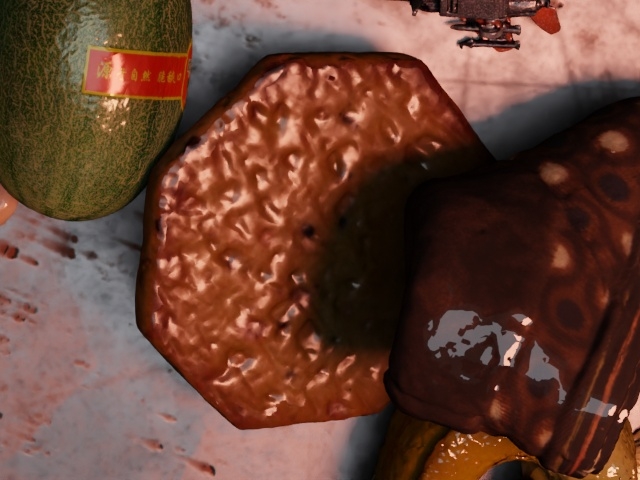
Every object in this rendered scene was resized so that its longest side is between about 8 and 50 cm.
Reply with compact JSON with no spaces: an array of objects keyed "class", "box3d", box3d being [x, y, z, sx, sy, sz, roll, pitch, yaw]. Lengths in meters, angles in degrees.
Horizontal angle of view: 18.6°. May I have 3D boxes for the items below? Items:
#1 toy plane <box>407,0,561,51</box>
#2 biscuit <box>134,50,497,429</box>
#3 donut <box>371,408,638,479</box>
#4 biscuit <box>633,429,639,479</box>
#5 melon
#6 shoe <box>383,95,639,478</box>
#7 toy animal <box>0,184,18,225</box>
[{"class":"toy plane","box3d":[0.120,-0.216,1.721,0.189,0.061,0.130,-5,131,-4]},{"class":"biscuit","box3d":[0.000,-0.001,1.699,0.359,0.046,0.359,-11,113,-26]},{"class":"donut","box3d":[0.168,0.230,1.748,0.272,0.107,0.272,-1,104,-6]},{"class":"biscuit","box3d":[0.337,0.226,1.843,0.299,0.045,0.154,-34,103,0]},{"class":"melon","box3d":[-0.196,-0.159,1.622,0.182,0.182,0.288,4,104,-9]},{"class":"shoe","box3d":[0.186,0.007,1.672,0.237,0.171,0.384,22,57,3]},{"class":"toy animal","box3d":[-0.388,0.043,1.596,0.345,0.247,0.277,-42,105,1]}]
